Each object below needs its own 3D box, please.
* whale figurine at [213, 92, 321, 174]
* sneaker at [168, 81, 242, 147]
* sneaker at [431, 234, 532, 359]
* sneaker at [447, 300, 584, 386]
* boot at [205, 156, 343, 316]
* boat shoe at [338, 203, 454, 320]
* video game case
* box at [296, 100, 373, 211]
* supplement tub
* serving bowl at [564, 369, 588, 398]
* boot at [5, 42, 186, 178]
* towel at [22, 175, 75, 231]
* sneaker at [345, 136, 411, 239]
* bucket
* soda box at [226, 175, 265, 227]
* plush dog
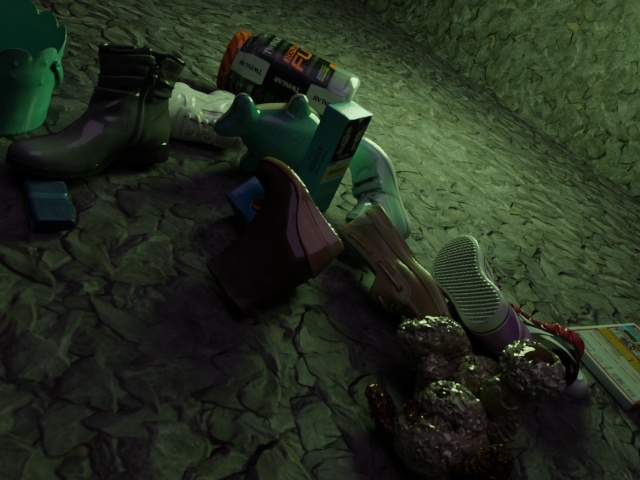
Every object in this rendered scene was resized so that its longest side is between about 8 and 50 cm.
[{"bbox_3d":[-0.094,-0.215,1.250,0.272,0.216,0.141,17,35,-52],"label":"whale figurine"},{"bbox_3d":[-0.257,-0.271,1.296,0.152,0.114,0.305,41,35,25],"label":"sneaker"},{"bbox_3d":[0.291,0.112,1.049,0.161,0.102,0.282,46,20,-25],"label":"sneaker"},{"bbox_3d":[0.364,0.192,1.094,0.276,0.098,0.135,23,38,2],"label":"sneaker"},{"bbox_3d":[-0.105,-0.017,0.983,0.206,0.090,0.248,-30,63,-13],"label":"boot"},{"bbox_3d":[0.148,0.089,1.086,0.341,0.110,0.122,60,1,32],"label":"boat shoe"},{"bbox_3d":[0.682,0.268,1.284,0.285,0.025,0.204,3,39,-33],"label":"video game case"},{"bbox_3d":[0.015,-0.167,1.221,0.060,0.244,0.100,38,34,19],"label":"box"},{"bbox_3d":[-0.084,-0.400,1.522,0.337,0.207,0.207,25,32,-3],"label":"supplement tub"},{"bbox_3d":[0.491,0.267,1.144,0.083,0.027,0.083,19,32,-12],"label":"serving bowl"},{"bbox_3d":[-0.396,-0.242,1.040,0.118,0.223,0.338,27,28,22],"label":"boot"},{"bbox_3d":[-0.438,-0.058,0.941,0.067,0.029,0.119,0,40,-35],"label":"towel"},{"bbox_3d":[0.098,-0.103,1.253,0.151,0.094,0.256,-22,86,-50],"label":"sneaker"},{"bbox_3d":[-0.615,-0.331,1.062,0.281,0.183,0.281,19,33,-13],"label":"bucket"},{"bbox_3d":[-0.086,-0.022,1.082,0.067,0.071,0.210,-35,60,-14],"label":"soda box"},{"bbox_3d":[0.195,0.254,0.850,0.262,0.211,0.225,16,35,42],"label":"plush dog"}]
